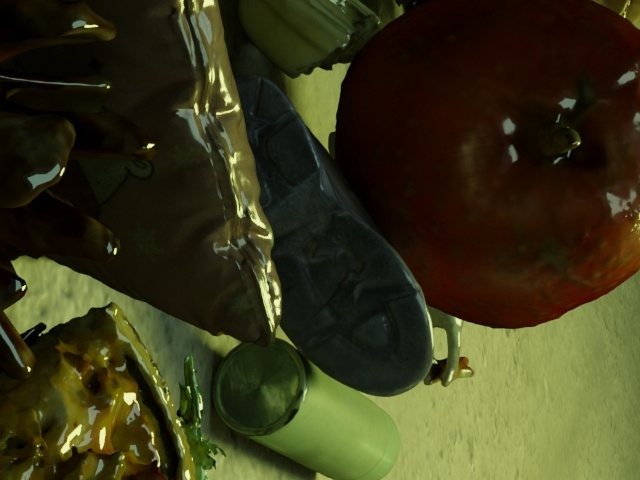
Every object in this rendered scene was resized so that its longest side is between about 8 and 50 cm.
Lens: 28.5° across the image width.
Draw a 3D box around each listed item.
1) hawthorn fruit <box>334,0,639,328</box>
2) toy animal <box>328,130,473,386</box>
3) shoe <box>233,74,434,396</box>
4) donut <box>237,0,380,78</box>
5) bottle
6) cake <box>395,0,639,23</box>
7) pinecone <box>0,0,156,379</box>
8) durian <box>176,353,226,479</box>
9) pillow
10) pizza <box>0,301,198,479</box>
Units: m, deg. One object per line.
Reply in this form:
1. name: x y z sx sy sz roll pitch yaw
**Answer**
1. hawthorn fruit: 0.144 -0.066 0.951 0.299 0.275 0.275 166 -83 -85
2. toy animal: 0.119 0.019 1.234 0.284 0.225 0.302 -22 116 -49
3. shoe: 0.000 0.000 0.904 0.245 0.095 0.137 58 7 5
4. donut: -0.018 -0.175 0.986 0.108 0.065 0.166 38 19 1
5. bottle: -0.005 0.133 0.945 0.201 0.072 0.072 43 44 -59
6. cake: 0.186 -0.289 1.244 0.332 0.332 0.321 -6 97 -69
7. pinecone: -0.163 -0.040 0.429 0.201 0.202 0.229 54 16 17
8. durian: -0.077 0.176 0.710 0.086 0.100 0.215 -21 94 -69
9. pillow: -0.107 -0.070 0.589 0.084 0.223 0.236 -30 119 -34
10. pizza: -0.112 0.177 0.597 0.161 0.085 0.306 15 68 -46
